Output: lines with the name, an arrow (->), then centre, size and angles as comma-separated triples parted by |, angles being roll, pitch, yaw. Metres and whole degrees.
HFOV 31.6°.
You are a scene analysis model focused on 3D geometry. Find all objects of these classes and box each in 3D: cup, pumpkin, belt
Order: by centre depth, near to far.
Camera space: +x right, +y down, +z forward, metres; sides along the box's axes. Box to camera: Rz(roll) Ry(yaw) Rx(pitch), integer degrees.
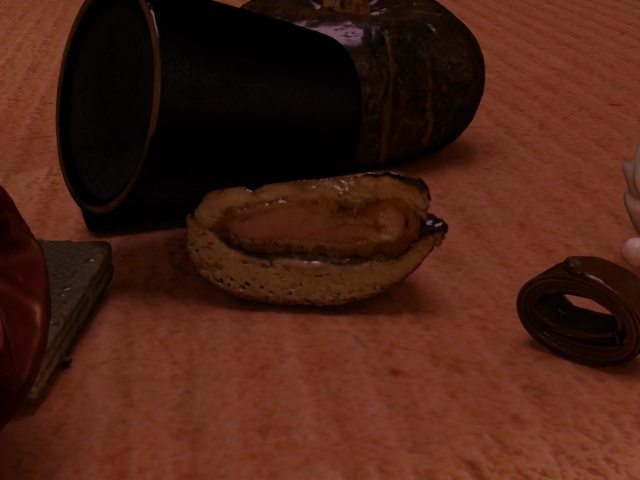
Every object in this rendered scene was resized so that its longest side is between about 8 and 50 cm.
belt -> 0.159, 0.040, 0.665 | 0.083, 0.059, 0.036 | 15, 26, 41
cup -> -0.101, -0.094, 0.857 | 0.177, 0.166, 0.239 | 2, -4, -36
pumpkin -> 0.022, -0.175, 1.092 | 0.260, 0.189, 0.260 | -3, 21, 1

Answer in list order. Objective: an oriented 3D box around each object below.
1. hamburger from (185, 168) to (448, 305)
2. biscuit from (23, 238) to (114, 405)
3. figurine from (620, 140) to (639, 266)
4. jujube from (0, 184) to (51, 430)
hamburger -> 0.006, -0.001, 0.777 | 0.176, 0.087, 0.102 | -9, 0, 15
biscuit -> -0.209, 0.047, 0.714 | 0.121, 0.041, 0.199 | 0, 20, 3
figurine -> 0.310, -0.042, 0.791 | 0.256, 0.144, 0.182 | -7, 40, -20
jujube -> -0.302, 0.036, 0.530 | 0.342, 0.216, 0.216 | -10, 20, 1
